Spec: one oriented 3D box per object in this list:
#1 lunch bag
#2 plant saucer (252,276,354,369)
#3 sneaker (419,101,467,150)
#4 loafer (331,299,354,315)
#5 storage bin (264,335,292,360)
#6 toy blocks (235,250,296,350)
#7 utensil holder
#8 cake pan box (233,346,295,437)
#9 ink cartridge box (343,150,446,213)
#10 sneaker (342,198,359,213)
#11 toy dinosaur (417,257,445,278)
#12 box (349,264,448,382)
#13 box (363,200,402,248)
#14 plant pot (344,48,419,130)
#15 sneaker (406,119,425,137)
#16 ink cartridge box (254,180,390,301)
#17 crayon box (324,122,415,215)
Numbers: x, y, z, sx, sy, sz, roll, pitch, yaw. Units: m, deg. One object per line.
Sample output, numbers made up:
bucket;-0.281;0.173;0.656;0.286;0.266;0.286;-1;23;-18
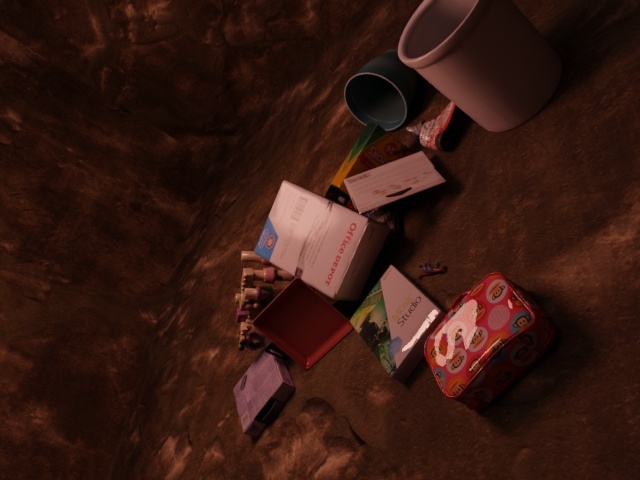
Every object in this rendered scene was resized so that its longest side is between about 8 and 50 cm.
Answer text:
lunch bag;0.381;0.225;1.342;0.293;0.120;0.258;-50;28;17
plant saucer;-0.057;0.276;1.908;0.259;0.258;0.047;-46;7;24
sneaker;0.442;-0.437;1.955;0.270;0.090;0.145;-62;30;-1
loafer;0.040;0.244;1.957;0.170;0.061;0.062;-40;33;33
storage bin;-0.110;0.340;2.041;0.180;0.122;0.084;-45;30;24
toy blocks;-0.184;0.230;2.190;0.309;0.260;0.288;-107;25;-53
utensil holder;0.483;-0.558;1.688;0.327;0.385;0.327;-40;33;33
cake pan box;-0.212;0.545;2.065;0.245;0.070;0.267;-56;27;10
ink cartridge box;0.246;-0.176;1.881;0.296;0.066;0.261;-20;33;2
sneaker;0.153;-0.194;2.214;0.261;0.104;0.125;-62;10;-17
toy dinosaur;0.335;0.087;1.676;0.082;0.047;0.090;35;126;54
box;0.225;0.234;1.663;0.232;0.058;0.322;-55;26;7
box;0.203;-0.045;2.002;0.191;0.045;0.184;-38;32;34
plant pot;0.274;-0.628;2.278;0.272;0.271;0.255;-18;32;52
sneaker;0.371;-0.429;2.130;0.069;0.038;0.098;-53;37;7
ink cartridge box;0.000;0.000;1.949;0.395;0.166;0.285;28;98;35
crayon box;0.181;-0.243;2.073;0.318;0.202;0.081;-59;27;2
